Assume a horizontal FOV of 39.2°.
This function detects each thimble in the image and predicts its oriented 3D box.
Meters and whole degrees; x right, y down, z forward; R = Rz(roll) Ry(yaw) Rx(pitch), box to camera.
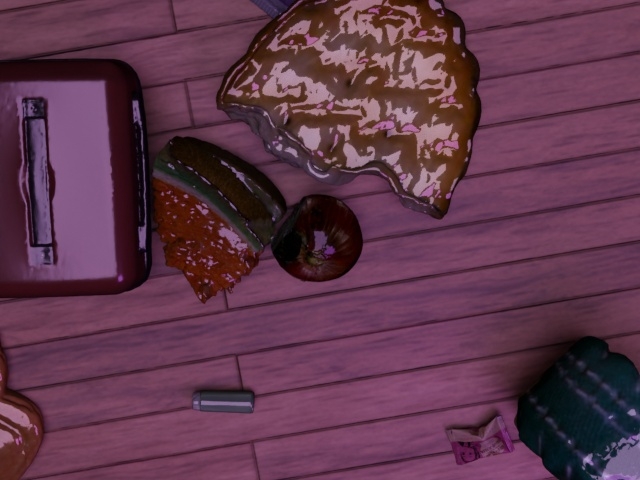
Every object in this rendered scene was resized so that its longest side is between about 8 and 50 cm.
[{"bbox_3d":[0.387,0.261,1.123,0.288,0.254,0.167,41,96,-6],"label":"thimble"}]

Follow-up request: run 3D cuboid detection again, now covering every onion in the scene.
[{"bbox_3d":[0.000,0.000,1.162,0.118,0.118,0.117,33,129,-5],"label":"onion"}]

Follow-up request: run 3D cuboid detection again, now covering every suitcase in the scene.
[{"bbox_3d":[-0.327,-0.076,1.116,0.236,0.161,0.297,-2,97,-2],"label":"suitcase"}]

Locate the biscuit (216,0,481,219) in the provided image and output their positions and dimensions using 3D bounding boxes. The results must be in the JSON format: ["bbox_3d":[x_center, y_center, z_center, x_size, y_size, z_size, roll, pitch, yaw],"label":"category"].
[{"bbox_3d":[0.057,-0.164,1.156,0.329,0.078,0.335,-28,97,0],"label":"biscuit"}]

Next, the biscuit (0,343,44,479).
[{"bbox_3d":[-0.553,0.206,1.206,0.376,0.051,0.269,31,94,-4],"label":"biscuit"}]

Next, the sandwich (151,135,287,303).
[{"bbox_3d":[-0.149,-0.033,1.160,0.185,0.109,0.160,40,115,-7],"label":"sandwich"}]

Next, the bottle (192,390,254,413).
[{"bbox_3d":[-0.132,0.219,1.222,0.083,0.030,0.030,1,97,-1],"label":"bottle"}]

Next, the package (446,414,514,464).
[{"bbox_3d":[0.219,0.276,1.237,0.083,0.029,0.059,-18,105,12],"label":"package"}]

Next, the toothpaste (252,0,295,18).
[{"bbox_3d":[-0.007,-0.428,1.126,0.114,0.073,0.299,36,103,-5],"label":"toothpaste"}]
